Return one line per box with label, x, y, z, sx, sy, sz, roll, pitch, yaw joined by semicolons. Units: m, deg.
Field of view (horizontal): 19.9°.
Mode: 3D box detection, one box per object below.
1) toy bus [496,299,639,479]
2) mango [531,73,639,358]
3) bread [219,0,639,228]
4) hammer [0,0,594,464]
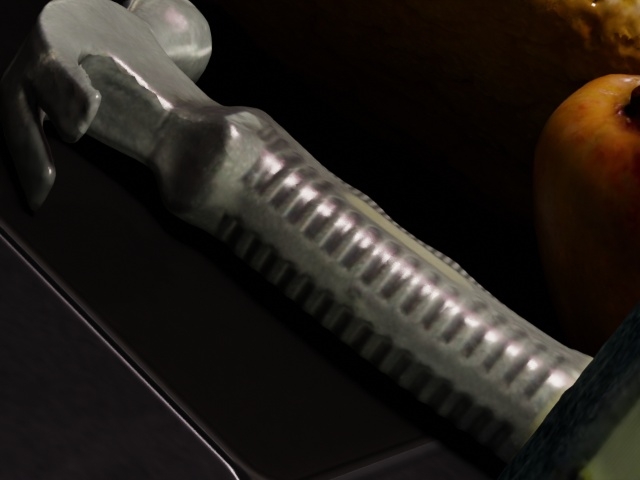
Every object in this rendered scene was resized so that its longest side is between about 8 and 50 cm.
toy bus;0.156;0.143;0.375;0.276;0.134;0.165;30;19;-15
mango;0.170;0.050;0.636;0.267;0.133;0.111;48;40;-6
bread;0.078;-0.107;0.739;0.253;0.142;0.227;40;-21;-13
hammer;0.000;0.000;0.580;0.226;0.041;0.159;38;19;2
